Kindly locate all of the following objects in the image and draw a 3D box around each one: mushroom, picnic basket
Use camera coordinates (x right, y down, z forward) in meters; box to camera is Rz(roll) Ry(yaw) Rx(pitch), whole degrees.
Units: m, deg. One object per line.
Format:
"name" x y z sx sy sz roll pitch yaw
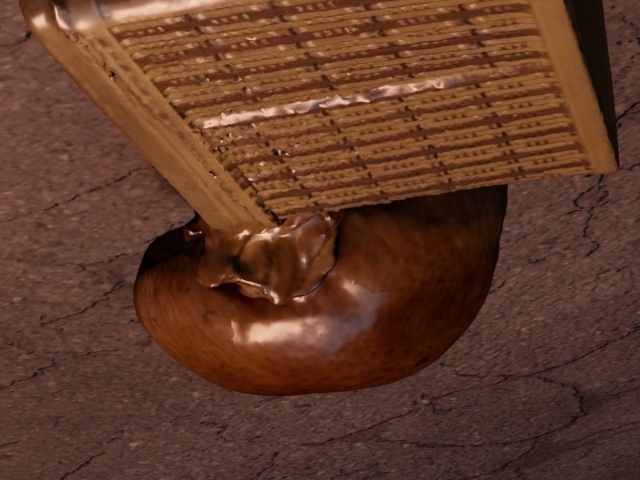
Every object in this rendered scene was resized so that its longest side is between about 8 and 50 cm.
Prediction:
"mushroom" -0.002 0.010 1.298 0.263 0.195 0.283 -17 159 25
"picnic basket" -0.004 -0.184 0.672 0.175 0.313 0.228 -8 161 13
